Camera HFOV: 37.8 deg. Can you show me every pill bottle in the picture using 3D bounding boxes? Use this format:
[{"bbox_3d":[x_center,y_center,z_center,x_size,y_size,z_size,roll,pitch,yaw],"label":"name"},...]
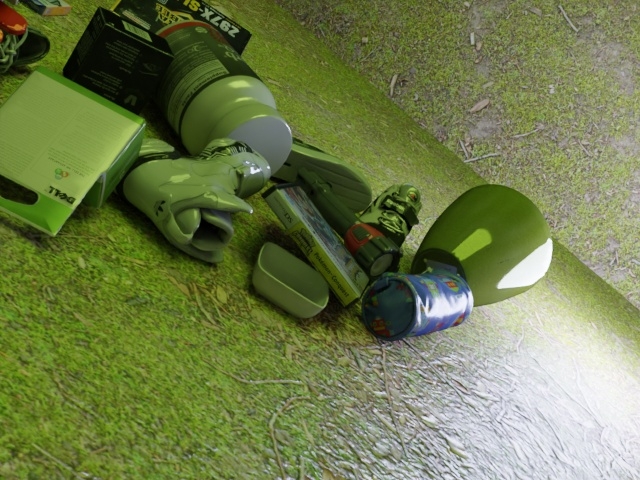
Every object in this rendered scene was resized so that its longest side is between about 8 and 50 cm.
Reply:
[{"bbox_3d":[-0.217,-0.282,1.926,0.210,0.210,0.363,14,29,-47],"label":"pill bottle"}]

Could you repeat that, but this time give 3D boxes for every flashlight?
[{"bbox_3d":[0.049,-0.031,1.977,0.103,0.103,0.304,10,28,-45],"label":"flashlight"}]

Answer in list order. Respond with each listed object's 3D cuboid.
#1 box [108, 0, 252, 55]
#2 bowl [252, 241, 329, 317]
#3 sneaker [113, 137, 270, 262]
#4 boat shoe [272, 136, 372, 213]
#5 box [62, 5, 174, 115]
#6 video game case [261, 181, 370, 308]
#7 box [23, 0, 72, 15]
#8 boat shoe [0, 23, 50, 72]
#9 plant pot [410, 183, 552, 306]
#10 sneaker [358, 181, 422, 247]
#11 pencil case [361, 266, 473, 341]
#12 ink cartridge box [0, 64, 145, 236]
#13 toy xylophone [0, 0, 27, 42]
[{"bbox_3d":[-0.351,-0.518,2.326,0.322,0.079,0.257,32,40,-12],"label":"box"},{"bbox_3d":[-0.056,0.075,1.604,0.142,0.053,0.142,32,20,-7],"label":"bowl"},{"bbox_3d":[-0.180,-0.068,1.614,0.210,0.137,0.366,46,27,25],"label":"sneaker"},{"bbox_3d":[-0.029,-0.176,2.127,0.335,0.121,0.119,27,25,-19],"label":"boat shoe"},{"bbox_3d":[-0.402,-0.350,1.849,0.156,0.158,0.093,22,24,-35],"label":"box"},{"bbox_3d":[0.000,0.000,1.729,0.248,0.035,0.275,53,9,0],"label":"video game case"},{"bbox_3d":[-0.630,-0.543,2.115,0.081,0.028,0.136,37,22,3],"label":"box"},{"bbox_3d":[-0.569,-0.343,1.623,0.105,0.113,0.306,23,9,5],"label":"boat shoe"},{"bbox_3d":[0.332,0.038,2.083,0.275,0.275,0.293,42,35,17],"label":"plant pot"},{"bbox_3d":[0.165,-0.062,2.165,0.122,0.146,0.330,36,21,-5],"label":"sneaker"},{"bbox_3d":[0.192,0.118,1.818,0.306,0.119,0.133,-2,65,-61],"label":"pencil case"},{"bbox_3d":[-0.406,-0.113,1.379,0.189,0.097,0.255,28,54,1],"label":"ink cartridge box"},{"bbox_3d":[-0.614,-0.367,1.431,0.236,0.081,0.322,41,49,0],"label":"toy xylophone"}]
